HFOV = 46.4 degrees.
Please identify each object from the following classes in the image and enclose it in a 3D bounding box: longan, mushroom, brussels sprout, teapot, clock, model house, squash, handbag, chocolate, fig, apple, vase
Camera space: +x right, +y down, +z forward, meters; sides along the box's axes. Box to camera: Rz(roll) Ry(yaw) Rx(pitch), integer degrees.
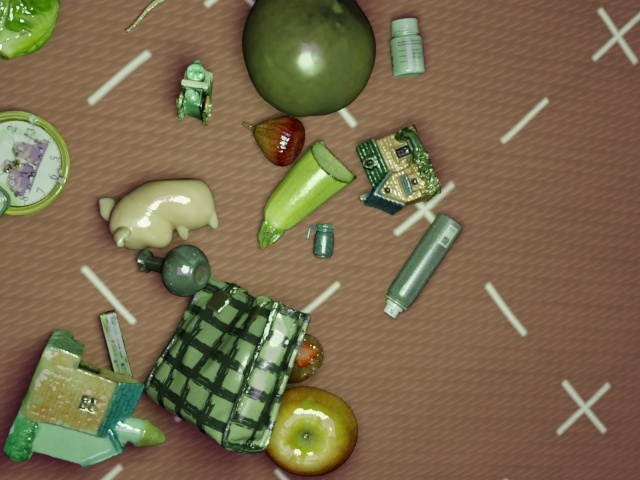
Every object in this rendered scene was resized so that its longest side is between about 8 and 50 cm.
[{"bbox_3d":[-0.026,-0.433,1.664,0.319,0.319,0.319,-1,94,-10],"label":"longan"},{"bbox_3d":[-0.345,-0.579,1.737,0.028,0.026,0.286,43,88,6],"label":"mushroom"},{"bbox_3d":[-0.674,-0.506,1.620,0.223,0.161,0.223,-9,109,-28],"label":"brussels sprout"},{"bbox_3d":[0.004,0.000,1.825,0.049,0.063,0.083,5,90,-42],"label":"teapot"},{"bbox_3d":[-0.683,-0.173,1.686,0.237,0.057,0.237,0,92,-11],"label":"clock"},{"bbox_3d":[0.167,-0.159,1.786,0.172,0.166,0.183,-19,85,-5],"label":"model house"},{"bbox_3d":[-0.060,-0.105,1.764,0.287,0.137,0.137,-42,99,-3],"label":"squash"},{"bbox_3d":[-0.208,0.263,1.667,0.162,0.325,0.327,27,83,-46],"label":"handbag"},{"bbox_3d":[-0.058,0.281,1.790,0.133,0.127,0.124,13,87,-28],"label":"chocolate"},{"bbox_3d":[-0.503,0.388,1.688,0.325,0.194,0.267,23,91,-13],"label":"model house"},{"bbox_3d":[-0.104,-0.253,1.754,0.153,0.119,0.119,45,86,-3],"label":"fig"},{"bbox_3d":[-0.031,0.449,1.784,0.235,0.173,0.210,31,92,-1],"label":"apple"},{"bbox_3d":[-0.342,0.062,1.709,0.183,0.120,0.120,9,93,30],"label":"vase"}]

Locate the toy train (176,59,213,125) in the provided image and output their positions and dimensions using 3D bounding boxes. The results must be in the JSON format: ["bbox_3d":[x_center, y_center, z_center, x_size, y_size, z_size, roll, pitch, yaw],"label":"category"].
[{"bbox_3d":[-0.279,-0.332,1.677,0.080,0.194,0.125,7,86,-7],"label":"toy train"}]

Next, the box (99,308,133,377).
[{"bbox_3d":[-0.475,0.266,1.753,0.041,0.050,0.207,-13,96,-10],"label":"box"}]

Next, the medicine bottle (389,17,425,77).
[{"bbox_3d":[0.208,-0.465,1.808,0.080,0.080,0.130,-7,94,-9],"label":"medicine bottle"}]

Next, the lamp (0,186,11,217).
[{"bbox_3d":[-0.854,-0.079,1.633,0.269,0.047,0.266,40,100,-8],"label":"lamp"}]

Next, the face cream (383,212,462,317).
[{"bbox_3d":[0.248,0.065,1.852,0.073,0.073,0.283,35,87,-10],"label":"face cream"}]

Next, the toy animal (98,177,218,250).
[{"bbox_3d":[-0.361,-0.063,1.696,0.250,0.166,0.154,-24,114,-18],"label":"toy animal"}]
